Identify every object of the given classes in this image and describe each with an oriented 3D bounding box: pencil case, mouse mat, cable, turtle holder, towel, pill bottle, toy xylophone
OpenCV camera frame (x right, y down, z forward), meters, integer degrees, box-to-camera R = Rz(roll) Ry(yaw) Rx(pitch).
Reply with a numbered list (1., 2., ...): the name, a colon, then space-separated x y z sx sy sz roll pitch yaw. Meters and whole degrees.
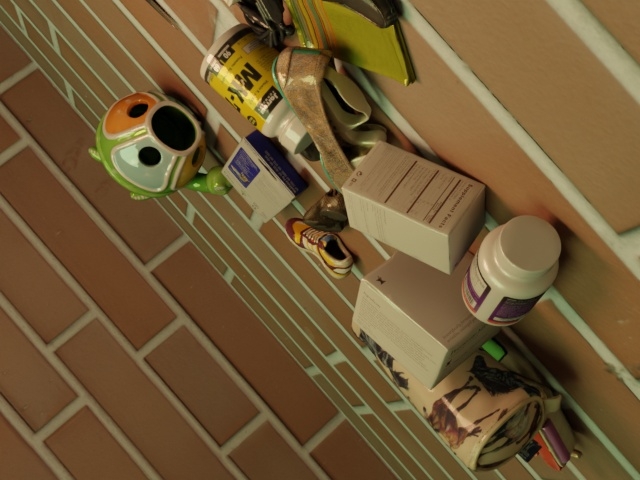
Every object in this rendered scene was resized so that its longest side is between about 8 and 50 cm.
1. pencil case: 0.215 0.210 1.454 0.410 0.183 0.160 47 151 44
2. mouse mat: 0.281 0.186 1.604 0.152 0.007 0.190 44 162 15
3. cable: -0.105 -0.384 1.276 0.184 0.047 0.150 57 170 -15
4. turtle holder: -0.377 -0.210 2.009 0.227 0.243 0.320 -18 104 54
5. towel: 0.035 -0.285 1.165 0.237 0.021 0.102 32 157 44
6. pill bottle: 0.263 0.040 1.148 0.108 0.108 0.193 44 163 15
7. pill bottle: -0.086 -0.246 1.376 0.208 0.119 0.119 42 163 6
8. toy xylophone: 0.360 0.333 1.577 0.236 0.081 0.322 54 160 -17

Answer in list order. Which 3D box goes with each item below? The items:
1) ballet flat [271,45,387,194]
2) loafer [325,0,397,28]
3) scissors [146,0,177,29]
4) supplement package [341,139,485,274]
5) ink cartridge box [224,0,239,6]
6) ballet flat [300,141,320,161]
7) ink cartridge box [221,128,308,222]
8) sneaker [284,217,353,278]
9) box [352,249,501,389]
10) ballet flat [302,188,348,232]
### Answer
1. ballet flat: 0.038 -0.167 1.271 0.106 0.108 0.316 -4 145 28
2. loafer: 0.023 -0.317 1.051 0.170 0.061 0.062 43 161 18
3. scissors: -0.392 -0.531 1.722 0.297 0.021 0.109 49 161 -3
4. supplement package: 0.137 -0.049 1.219 0.179 0.105 0.105 27 155 24
5. ink cartridge box: -0.143 -0.448 1.113 0.218 0.092 0.158 47 156 -1
6. ballet flat: -0.048 -0.212 1.478 0.173 0.057 0.049 59 -178 -22
7. ink cartridge box: -0.120 -0.140 1.806 0.165 0.065 0.332 50 165 -4
8. sneaker: 0.000 0.000 1.820 0.185 0.069 0.084 38 152 15
9. box: 0.180 0.104 1.337 0.182 0.181 0.119 41 146 25
10. ballet flat: 0.017 -0.060 1.662 0.084 0.058 0.250 14 170 -6
